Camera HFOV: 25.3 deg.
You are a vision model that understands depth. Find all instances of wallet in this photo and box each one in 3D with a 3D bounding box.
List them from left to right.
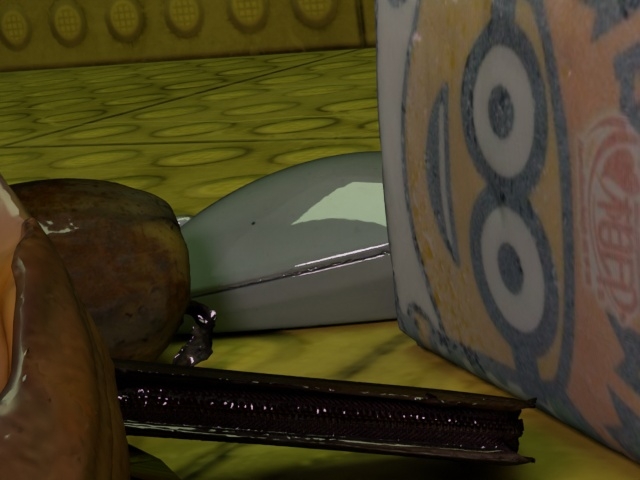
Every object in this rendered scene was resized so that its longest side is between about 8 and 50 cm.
[{"bbox_3d":[-0.013,0.071,0.597,0.198,0.031,0.110,5,-6,-1],"label":"wallet"}]

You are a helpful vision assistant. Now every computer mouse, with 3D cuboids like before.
[{"bbox_3d":[0.000,-0.006,0.928,0.288,0.097,0.159,-4,15,11],"label":"computer mouse"}]

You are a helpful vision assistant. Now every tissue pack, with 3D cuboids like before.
[{"bbox_3d":[0.137,-0.034,0.670,0.128,0.228,0.311,-10,14,-19],"label":"tissue pack"}]

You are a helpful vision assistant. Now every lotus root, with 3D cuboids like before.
[{"bbox_3d":[-0.185,0.032,0.798,0.241,0.123,0.124,-9,3,-21],"label":"lotus root"}]

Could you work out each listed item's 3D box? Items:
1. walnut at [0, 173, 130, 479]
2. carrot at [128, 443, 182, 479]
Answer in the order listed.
[{"bbox_3d":[-0.136,0.091,0.386,0.238,0.141,0.204,-17,44,22],"label":"walnut"},{"bbox_3d":[-0.049,0.120,0.459,0.069,0.069,0.228,-11,12,-16],"label":"carrot"}]
